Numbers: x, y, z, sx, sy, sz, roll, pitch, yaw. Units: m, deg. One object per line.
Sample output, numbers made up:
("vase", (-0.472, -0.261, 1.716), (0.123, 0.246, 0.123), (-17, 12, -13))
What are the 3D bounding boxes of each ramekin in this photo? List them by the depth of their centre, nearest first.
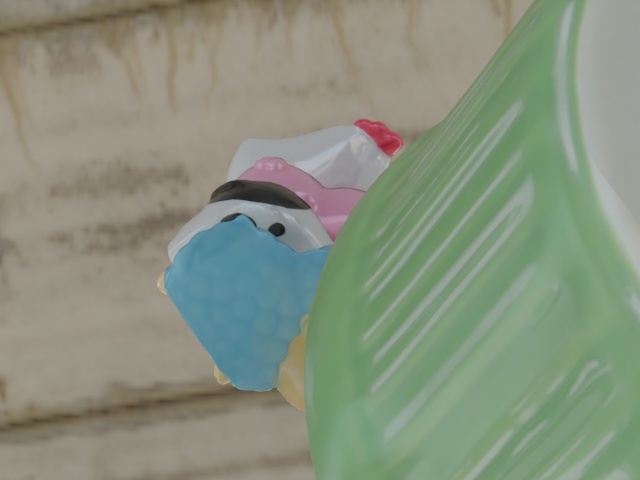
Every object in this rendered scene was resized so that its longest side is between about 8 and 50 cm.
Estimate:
("ramekin", (0.161, 0.032, 0.546), (0.303, 0.303, 0.148), (12, -39, -15))

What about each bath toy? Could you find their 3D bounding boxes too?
("bath toy", (0.000, 0.000, 1.188), (0.129, 0.348, 0.151), (-32, -79, 12))
